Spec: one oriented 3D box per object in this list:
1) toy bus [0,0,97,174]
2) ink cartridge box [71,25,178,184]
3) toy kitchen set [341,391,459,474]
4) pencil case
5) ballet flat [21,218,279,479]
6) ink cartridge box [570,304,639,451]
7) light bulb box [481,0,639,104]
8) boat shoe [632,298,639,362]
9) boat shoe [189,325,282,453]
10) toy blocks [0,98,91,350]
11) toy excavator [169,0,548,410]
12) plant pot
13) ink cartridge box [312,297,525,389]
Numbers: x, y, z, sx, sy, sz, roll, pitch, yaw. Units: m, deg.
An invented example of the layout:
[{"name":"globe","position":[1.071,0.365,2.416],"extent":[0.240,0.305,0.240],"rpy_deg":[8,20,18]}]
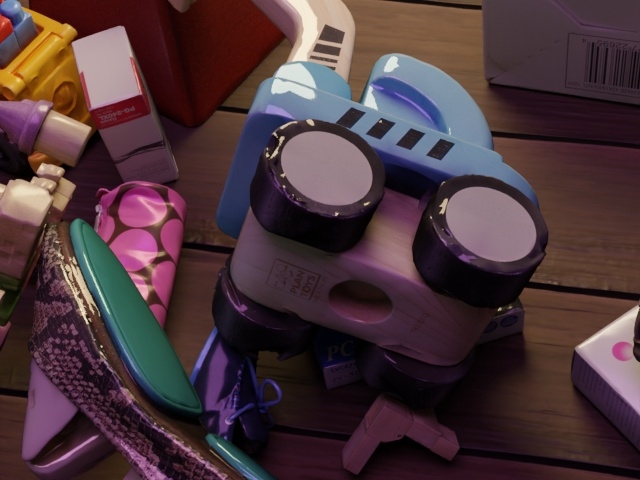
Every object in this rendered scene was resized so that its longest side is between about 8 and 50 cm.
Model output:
[{"name":"toy bus","position":[-0.372,-0.205,1.424],"extent":[0.220,0.211,0.149],"rpy_deg":[24,62,24]},{"name":"ink cartridge box","position":[-0.214,-0.141,1.395],"extent":[0.063,0.150,0.109],"rpy_deg":[-19,54,-3]},{"name":"toy kitchen set","position":[0.074,0.188,1.198],"extent":[0.083,0.075,0.068],"rpy_deg":[30,15,-11]},{"name":"pencil case","position":[-0.200,0.041,1.297],"extent":[0.098,0.095,0.209],"rpy_deg":[22,49,-21]},{"name":"ballet flat","position":[-0.138,0.190,1.053],"extent":[0.182,0.164,0.483],"rpy_deg":[-44,67,-1]},{"name":"ink cartridge box","position":[0.460,0.138,1.163],"extent":[0.324,0.071,0.330],"rpy_deg":[-32,55,-16]},{"name":"light bulb box","position":[0.392,-0.356,1.434],"extent":[0.358,0.225,0.361],"rpy_deg":[11,55,15]},{"name":"boat shoe","position":[0.427,0.096,1.100],"extent":[0.305,0.091,0.109],"rpy_deg":[13,21,13]},{"name":"boat shoe","position":[-0.088,0.181,1.190],"extent":[0.089,0.109,0.258],"rpy_deg":[15,73,9]},{"name":"toy blocks","position":[-0.395,-0.014,1.179],"extent":[0.260,0.288,0.309],"rpy_deg":[23,48,-7]},{"name":"toy excavator","position":[0.010,-0.117,1.218],"extent":[0.433,0.222,0.445],"rpy_deg":[20,48,-2]},{"name":"plant pot","position":[-0.187,-0.343,1.486],"extent":[0.267,0.236,0.267],"rpy_deg":[27,61,24]},{"name":"ink cartridge box","position":[0.090,0.072,1.267],"extent":[0.207,0.046,0.097],"rpy_deg":[-17,53,-5]}]
